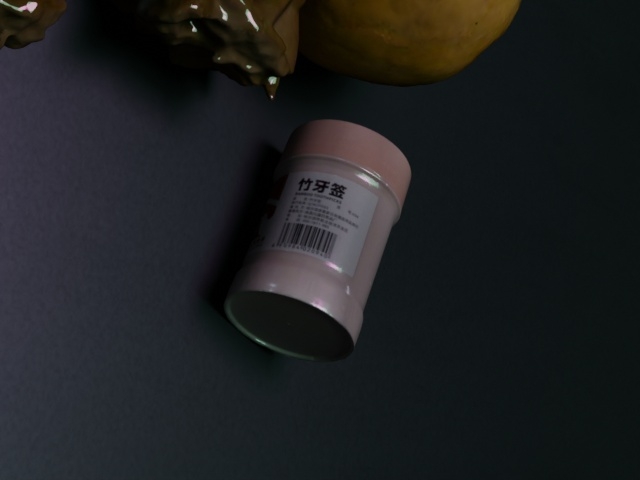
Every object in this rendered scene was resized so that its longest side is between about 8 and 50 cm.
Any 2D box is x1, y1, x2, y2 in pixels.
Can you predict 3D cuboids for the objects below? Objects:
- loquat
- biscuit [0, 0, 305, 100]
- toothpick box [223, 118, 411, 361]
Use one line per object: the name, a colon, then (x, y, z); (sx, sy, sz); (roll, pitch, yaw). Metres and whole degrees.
loquat: (0.055, -0.213, 0.918); (0.208, 0.208, 0.208); (11, 76, -49)
biscuit: (-0.158, -0.208, 0.731); (0.366, 0.115, 0.268); (-8, 89, -51)
toothpick box: (0.000, 0.000, 0.897); (0.098, 0.098, 0.149); (44, 53, -37)
